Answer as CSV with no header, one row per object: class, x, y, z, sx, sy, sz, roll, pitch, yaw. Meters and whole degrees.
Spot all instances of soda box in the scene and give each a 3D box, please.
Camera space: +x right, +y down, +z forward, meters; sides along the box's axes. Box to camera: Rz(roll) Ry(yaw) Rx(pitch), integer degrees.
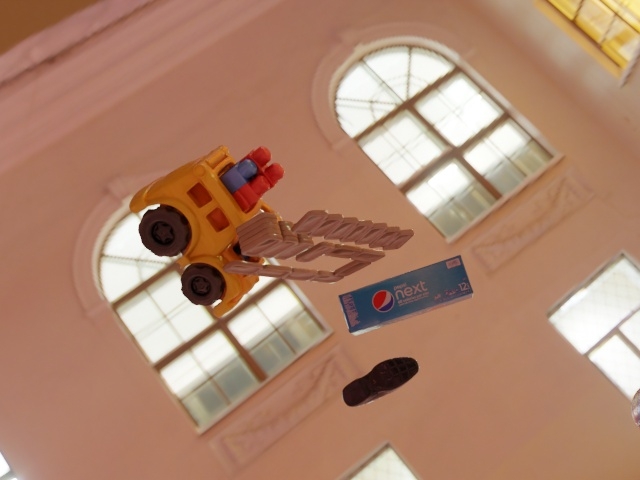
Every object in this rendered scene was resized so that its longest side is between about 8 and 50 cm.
soda box,0.140,0.092,1.382,0.210,0.067,0.071,-18,-12,5

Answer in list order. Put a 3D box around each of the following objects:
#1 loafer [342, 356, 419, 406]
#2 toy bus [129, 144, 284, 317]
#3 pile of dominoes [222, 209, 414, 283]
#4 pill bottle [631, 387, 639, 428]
loafer,0.126,0.283,1.697,0.170,0.062,0.061,-27,-23,17
toy bus,-0.131,-0.031,1.235,0.211,0.220,0.149,-31,11,19
pile of dominoes,0.000,0.000,1.182,0.196,0.040,0.251,-29,-24,36
pill bottle,0.611,0.274,1.456,0.108,0.108,0.193,-37,-23,-11
